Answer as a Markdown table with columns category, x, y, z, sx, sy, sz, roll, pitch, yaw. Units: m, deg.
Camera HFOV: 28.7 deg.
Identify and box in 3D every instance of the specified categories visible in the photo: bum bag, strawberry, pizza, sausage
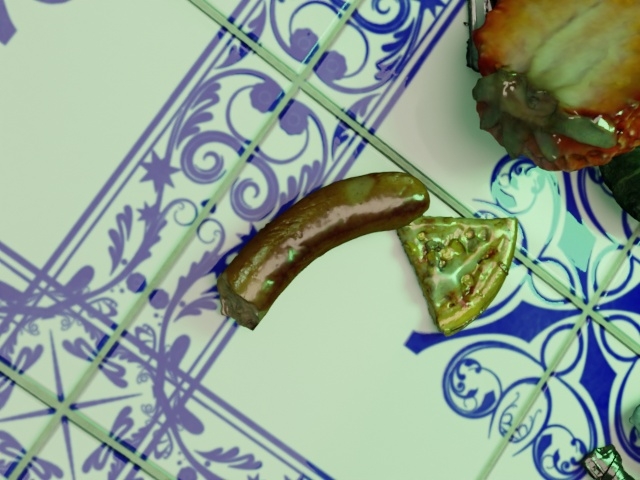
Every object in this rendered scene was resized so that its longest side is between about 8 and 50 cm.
| category | x | y | z | sx | sy | sz | roll | pitch | yaw |
| --- | --- | --- | --- | --- | --- | --- | --- | --- | --- |
| bum bag | 0.401 | 0.329 | 1.676 | 0.058 | 0.034 | 0.124 | -39 | 99 | -14 |
| strawberry | 0.346 | -0.221 | 1.597 | 0.265 | 0.149 | 0.336 | 29 | 60 | 29 |
| pizza | 0.173 | 0.009 | 1.620 | 0.176 | 0.036 | 0.184 | 46 | 76 | -10 |
| sausage | -0.002 | -0.005 | 1.544 | 0.302 | 0.076 | 0.103 | -34 | 88 | -14 |

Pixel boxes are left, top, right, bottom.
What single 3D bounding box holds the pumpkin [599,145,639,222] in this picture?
| category | x | y | z | sx | sy | sz | roll | pitch | yaw |
| --- | --- | --- | --- | --- | --- | --- | --- | --- | --- |
| pumpkin | 0.476 | -0.114 | 1.658 | 0.211 | 0.152 | 0.211 | 0 | 90 | 2 |

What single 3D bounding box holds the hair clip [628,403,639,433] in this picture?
| category | x | y | z | sx | sy | sz | roll | pitch | yaw |
| --- | --- | --- | --- | --- | --- | --- | --- | --- | --- |
| hair clip | 0.607 | 0.320 | 1.624 | 0.318 | 0.238 | 0.392 | -6 | 90 | -21 |

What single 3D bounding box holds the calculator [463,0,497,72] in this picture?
| category | x | y | z | sx | sy | sz | roll | pitch | yaw |
| --- | --- | --- | --- | --- | --- | --- | --- | --- | --- |
| calculator | 0.315 | -0.304 | 1.683 | 0.262 | 0.021 | 0.161 | -3 | 88 | -17 |
